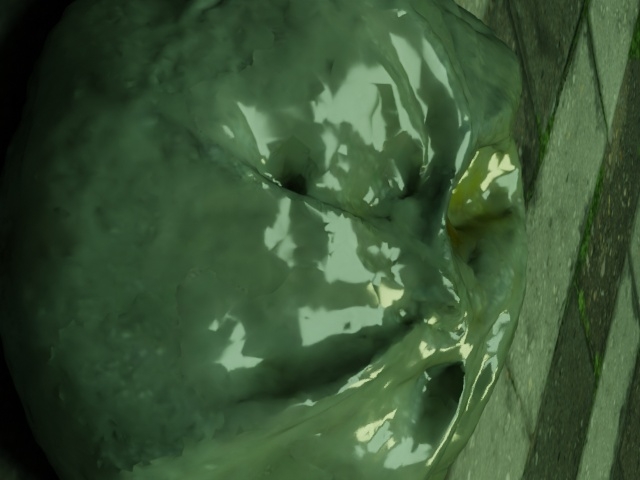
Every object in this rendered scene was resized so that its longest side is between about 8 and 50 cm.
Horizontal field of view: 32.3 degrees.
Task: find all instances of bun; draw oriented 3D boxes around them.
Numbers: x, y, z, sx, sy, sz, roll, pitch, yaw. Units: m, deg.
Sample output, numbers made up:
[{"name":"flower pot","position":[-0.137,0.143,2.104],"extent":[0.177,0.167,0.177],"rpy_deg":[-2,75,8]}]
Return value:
[{"name":"bun","position":[0.000,0.006,0.559],"extent":[0.354,0.194,0.354],"rpy_deg":[-9,100,-62]}]
